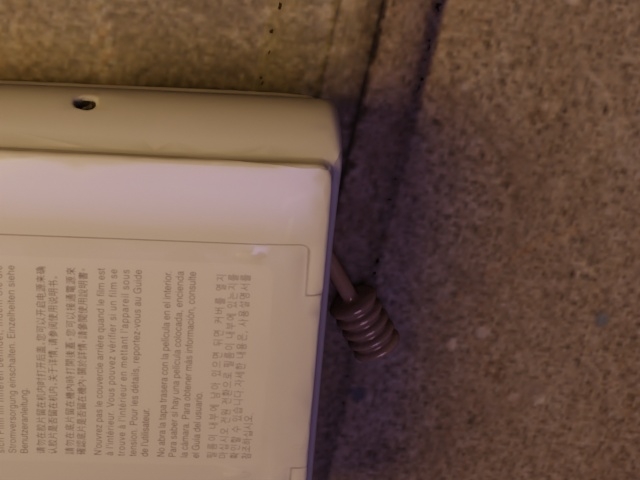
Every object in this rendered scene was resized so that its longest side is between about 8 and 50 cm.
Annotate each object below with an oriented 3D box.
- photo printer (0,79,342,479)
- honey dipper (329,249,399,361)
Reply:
[{"bbox_3d":[-0.151,0.037,0.958,0.307,0.107,0.256,1,119,-5],"label":"photo printer"},{"bbox_3d":[0.000,0.000,1.019,0.030,0.030,0.160,-26,117,5],"label":"honey dipper"}]
